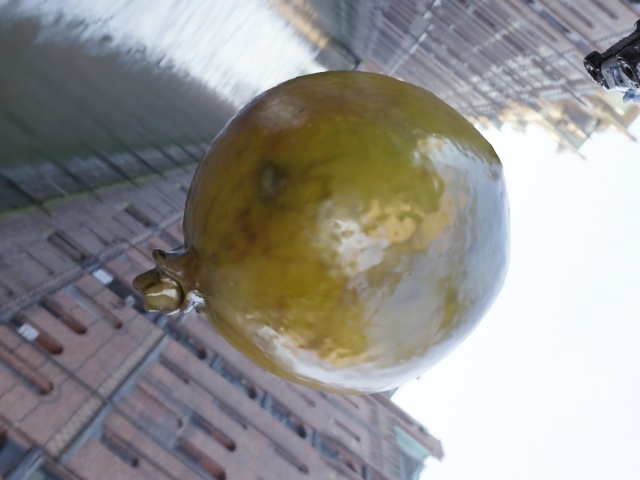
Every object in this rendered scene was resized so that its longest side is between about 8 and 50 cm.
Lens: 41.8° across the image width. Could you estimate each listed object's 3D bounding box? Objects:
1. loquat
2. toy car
[{"bbox_3d":[0.000,0.000,0.551,0.246,0.213,0.213,-18,173,-17],"label":"loquat"},{"bbox_3d":[0.328,-0.176,0.822,0.080,0.070,0.171,-35,-171,5],"label":"toy car"}]
